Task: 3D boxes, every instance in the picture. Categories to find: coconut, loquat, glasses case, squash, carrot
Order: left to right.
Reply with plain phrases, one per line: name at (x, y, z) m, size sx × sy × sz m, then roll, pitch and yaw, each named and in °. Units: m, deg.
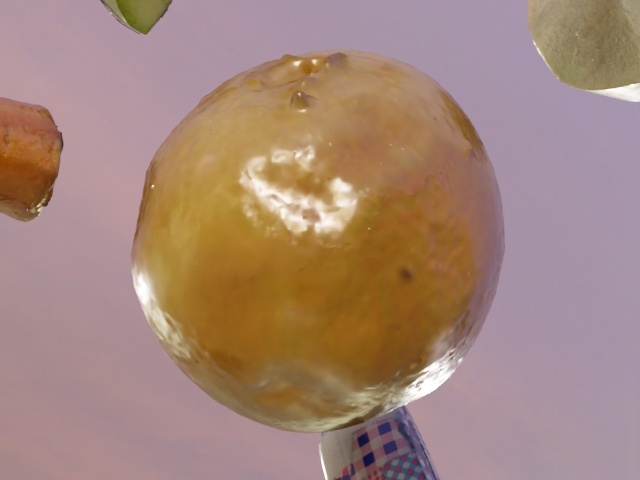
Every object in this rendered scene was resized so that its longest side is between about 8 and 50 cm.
carrot at (-0.456, -0.122, 1.104) m, size 0.159 × 0.159 × 0.225 m, roll -8°, pitch -14°, yaw 37°
squash at (-0.296, -0.437, 1.329) m, size 0.184 × 0.192 × 0.085 m, roll 41°, pitch 14°, yaw 9°
loquat at (0.000, 0.000, 0.741) m, size 0.328 × 0.328 × 0.328 m, roll 13°, pitch -30°, yaw 8°
glasses case at (0.082, 0.303, 0.990) m, size 0.125 × 0.327 × 0.076 m, roll -39°, pitch -53°, yaw 13°
coconut at (0.377, -0.288, 1.050) m, size 0.239 × 0.239 × 0.244 m, roll -5°, pitch -1°, yaw 33°
